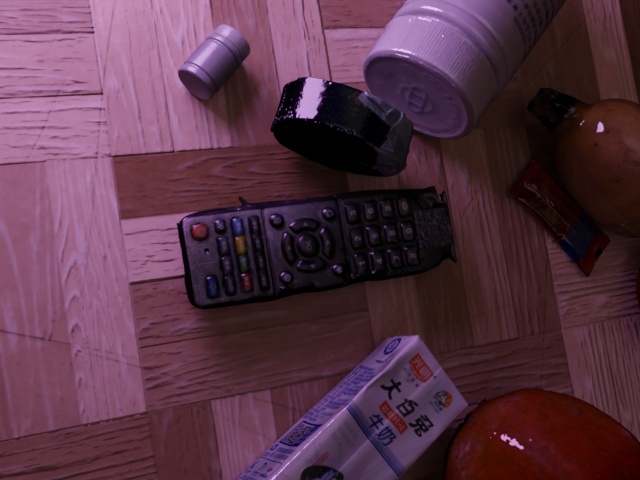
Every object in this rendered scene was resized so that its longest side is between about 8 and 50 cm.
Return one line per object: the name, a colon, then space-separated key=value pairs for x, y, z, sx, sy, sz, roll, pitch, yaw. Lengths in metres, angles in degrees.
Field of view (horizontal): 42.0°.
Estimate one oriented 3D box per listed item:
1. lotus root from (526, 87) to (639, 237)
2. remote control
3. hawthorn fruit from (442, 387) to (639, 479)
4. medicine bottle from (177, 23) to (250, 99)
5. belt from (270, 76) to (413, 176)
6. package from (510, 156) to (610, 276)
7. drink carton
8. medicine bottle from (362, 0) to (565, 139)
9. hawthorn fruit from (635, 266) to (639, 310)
lotus root: x=0.455 y=-0.131 z=1.301 sx=0.310 sy=0.183 sz=0.183 roll=41 pitch=69 yaw=-9
remote control: x=0.000 y=0.000 z=1.151 sx=0.398 sy=0.062 sz=0.145 roll=-7 pitch=85 yaw=-22
hawthorn fruit: x=0.314 y=0.355 z=1.122 sx=0.295 sy=0.295 sz=0.311 roll=-30 pitch=51 yaw=-24
medicine bottle: x=-0.143 y=-0.241 z=1.125 sx=0.058 sy=0.058 sz=0.091 roll=42 pitch=69 yaw=-13
belt: x=0.036 y=-0.152 z=1.139 sx=0.198 sy=0.151 sz=0.078 roll=21 pitch=74 yaw=-21
package: x=0.388 y=-0.037 z=1.343 sx=0.200 sy=0.022 sz=0.083 roll=45 pitch=69 yaw=-12
drink carton: x=0.043 y=0.271 z=1.108 sx=0.315 sy=0.106 sz=0.131 roll=-39 pitch=100 yaw=-23
medicine bottle: x=0.222 y=-0.320 z=1.221 sx=0.190 sy=0.190 sz=0.332 roll=42 pitch=69 yaw=-13
hawthorn fruit: x=0.602 y=0.063 z=1.351 sx=0.189 sy=0.189 sz=0.252 roll=4 pitch=62 yaw=-23
